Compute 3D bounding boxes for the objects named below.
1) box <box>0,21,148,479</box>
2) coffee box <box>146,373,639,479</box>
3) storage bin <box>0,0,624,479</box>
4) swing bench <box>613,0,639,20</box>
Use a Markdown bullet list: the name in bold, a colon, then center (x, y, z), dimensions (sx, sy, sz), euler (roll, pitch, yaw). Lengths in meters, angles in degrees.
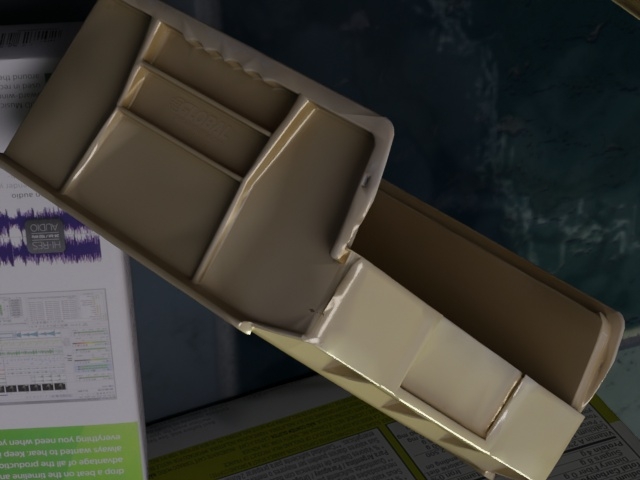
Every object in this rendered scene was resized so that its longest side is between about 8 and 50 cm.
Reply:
- **box**: center (-0.230, 0.028, 1.141), dimensions (0.232, 0.058, 0.322), euler (-2, 118, -1)
- **coffee box**: center (0.068, 0.308, 1.300), dimensions (0.338, 0.334, 0.338), euler (-16, 122, -16)
- **storage bin**: center (0.000, 0.000, 1.028), dimensions (0.123, 0.260, 0.262), euler (-57, 140, -2)
- **swing bench**: center (0.190, -0.239, 1.109), dimensions (0.165, 0.253, 0.254), euler (-49, 125, 6)
